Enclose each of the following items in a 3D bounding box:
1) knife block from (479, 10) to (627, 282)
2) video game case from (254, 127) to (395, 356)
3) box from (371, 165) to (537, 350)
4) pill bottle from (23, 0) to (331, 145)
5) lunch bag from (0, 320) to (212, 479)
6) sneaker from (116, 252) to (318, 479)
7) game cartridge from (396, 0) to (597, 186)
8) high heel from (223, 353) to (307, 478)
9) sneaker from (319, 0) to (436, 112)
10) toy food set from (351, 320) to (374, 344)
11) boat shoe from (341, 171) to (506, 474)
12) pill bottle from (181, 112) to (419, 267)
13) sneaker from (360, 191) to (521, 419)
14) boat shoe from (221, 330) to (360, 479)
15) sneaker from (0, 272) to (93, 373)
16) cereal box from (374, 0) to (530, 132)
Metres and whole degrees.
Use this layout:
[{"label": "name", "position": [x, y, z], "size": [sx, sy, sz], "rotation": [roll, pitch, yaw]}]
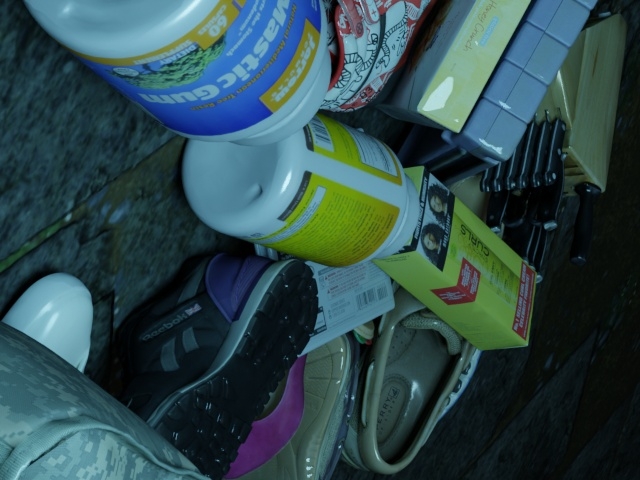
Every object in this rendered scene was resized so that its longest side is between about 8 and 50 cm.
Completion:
[{"label": "knife block", "position": [0.249, -0.095, 2.044], "size": [0.276, 0.088, 0.242], "rotation": [-31, 113, -57]}, {"label": "video game case", "position": [0.000, 0.000, 1.753], "size": [0.190, 0.022, 0.173], "rotation": [-23, 105, -57]}, {"label": "box", "position": [0.125, 0.021, 1.868], "size": [0.232, 0.058, 0.087], "rotation": [41, 52, -46]}, {"label": "pill bottle", "position": [-0.083, -0.154, 1.333], "size": [0.152, 0.152, 0.272], "rotation": [-60, 157, -4]}, {"label": "lunch bag", "position": [-0.231, 0.128, 1.230], "size": [0.169, 0.235, 0.287], "rotation": [-56, 157, -7]}, {"label": "sneaker", "position": [-0.119, 0.118, 1.589], "size": [0.283, 0.124, 0.107], "rotation": [-51, 140, -39]}, {"label": "game cartridge", "position": [0.161, -0.163, 1.789], "size": [0.230, 0.068, 0.355], "rotation": [-64, -174, -7]}, {"label": "high heel", "position": [-0.052, 0.107, 1.821], "size": [0.117, 0.082, 0.244], "rotation": [26, 101, -50]}, {"label": "sneaker", "position": [0.048, -0.226, 1.611], "size": [0.145, 0.090, 0.270], "rotation": [-15, 132, -64]}, {"label": "toy food set", "position": [0.024, 0.067, 1.917], "size": [0.020, 0.083, 0.082], "rotation": [-40, 127, 12]}, {"label": "boat shoe", "position": [0.117, 0.078, 1.994], "size": [0.341, 0.122, 0.110], "rotation": [-70, -163, -7]}, {"label": "pill bottle", "position": [-0.008, -0.044, 1.615], "size": [0.215, 0.117, 0.117], "rotation": [19, 99, -54]}, {"label": "sneaker", "position": [0.151, 0.086, 2.146], "size": [0.330, 0.130, 0.147], "rotation": [-59, 155, -7]}, {"label": "boat shoe", "position": [-0.025, 0.210, 1.952], "size": [0.092, 0.103, 0.285], "rotation": [-2, 112, -59]}, {"label": "sneaker", "position": [-0.207, 0.169, 1.484], "size": [0.106, 0.123, 0.290], "rotation": [-10, 124, -60]}, {"label": "cereal box", "position": [0.115, -0.183, 1.705], "size": [0.173, 0.047, 0.240], "rotation": [-62, -169, 0]}]
